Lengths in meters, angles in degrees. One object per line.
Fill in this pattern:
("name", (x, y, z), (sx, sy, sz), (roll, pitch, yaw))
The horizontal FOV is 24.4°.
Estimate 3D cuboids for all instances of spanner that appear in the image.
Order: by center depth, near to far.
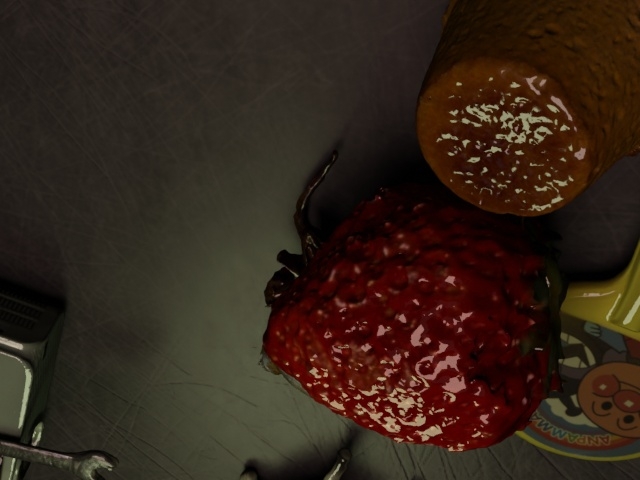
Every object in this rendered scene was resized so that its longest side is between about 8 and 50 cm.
("spanner", (-0.337, 0.218, 1.563), (0.254, 0.015, 0.054), (12, 125, 4))

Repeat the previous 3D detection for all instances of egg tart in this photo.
("egg tart", (0.176, -0.120, 1.231), (0.215, 0.171, 0.215), (18, 133, 20))

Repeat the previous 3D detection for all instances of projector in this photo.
("projector", (-0.398, 0.153, 1.610), (0.198, 0.108, 0.250), (19, 125, 2))

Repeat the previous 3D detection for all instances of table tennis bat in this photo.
("table tennis bat", (0.289, 0.088, 1.418), (0.224, 0.054, 0.369), (21, 130, 0))

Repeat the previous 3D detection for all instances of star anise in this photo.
("star anise", (0.000, 0.000, 1.428), (0.097, 0.070, 0.191), (4, 128, -22))

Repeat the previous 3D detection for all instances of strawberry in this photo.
("strawberry", (0.083, 0.072, 1.332), (0.277, 0.257, 0.257), (-4, 122, 19))

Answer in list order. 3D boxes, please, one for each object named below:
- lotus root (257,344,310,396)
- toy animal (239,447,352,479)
("lotus root", (0.010, 0.122, 1.500), (0.165, 0.088, 0.088), (8, 126, 22))
("toy animal", (0.015, 0.314, 1.636), (0.217, 0.073, 0.176), (32, 132, -14))
